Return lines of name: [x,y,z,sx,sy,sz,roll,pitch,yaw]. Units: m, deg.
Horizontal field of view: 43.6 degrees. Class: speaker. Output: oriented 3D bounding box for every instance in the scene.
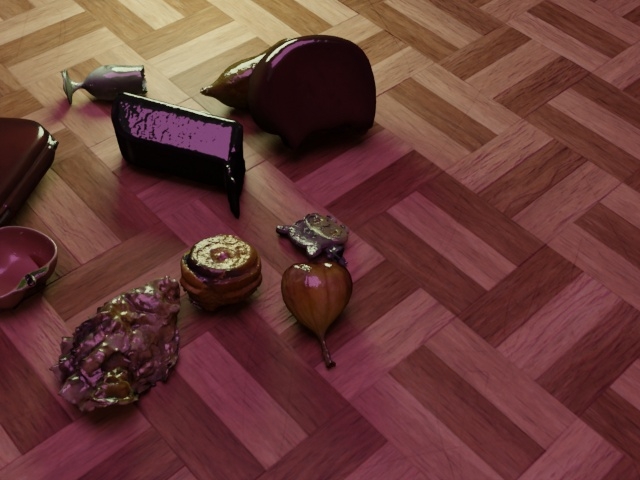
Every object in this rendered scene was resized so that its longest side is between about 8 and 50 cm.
speaker: [-0.351,-0.213,1.984,0.388,0.180,0.184,15,55,10]

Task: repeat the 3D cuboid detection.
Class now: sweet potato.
sweet potato: [-0.154,-0.452,2.222,0.369,0.158,0.158,-31,56,-14]

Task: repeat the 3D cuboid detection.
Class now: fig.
fig: [0.001,0.141,1.711,0.160,0.143,0.231,5,45,-23]

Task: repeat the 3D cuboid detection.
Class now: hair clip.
hair clip: [0.001,-0.006,1.901,0.146,0.056,0.187,-23,51,-30]

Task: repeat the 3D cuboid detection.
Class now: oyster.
oyster: [-0.409,0.206,1.651,0.237,0.115,0.351,27,53,19]

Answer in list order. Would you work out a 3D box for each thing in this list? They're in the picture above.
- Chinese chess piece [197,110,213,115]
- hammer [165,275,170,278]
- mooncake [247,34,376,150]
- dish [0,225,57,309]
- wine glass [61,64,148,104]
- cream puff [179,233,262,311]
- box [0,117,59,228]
Chinese chess piece: [-0.327,-0.293,2.132,0.122,0.051,0.122,2,49,-2]
hammer: [-0.340,0.128,1.792,0.029,0.014,0.123,0,46,-15]
mooncake: [-0.012,-0.385,2.105,0.334,0.174,0.326,44,82,-17]
dish: [-0.683,0.074,1.769,0.213,0.090,0.213,0,47,0]
wine glass: [-0.593,-0.437,2.209,0.222,0.103,0.103,-9,50,-10]
cream puff: [-0.220,0.078,1.764,0.189,0.129,0.189,2,36,-1]
box: [-0.814,-0.145,1.926,0.263,0.108,0.404,7,47,15]
